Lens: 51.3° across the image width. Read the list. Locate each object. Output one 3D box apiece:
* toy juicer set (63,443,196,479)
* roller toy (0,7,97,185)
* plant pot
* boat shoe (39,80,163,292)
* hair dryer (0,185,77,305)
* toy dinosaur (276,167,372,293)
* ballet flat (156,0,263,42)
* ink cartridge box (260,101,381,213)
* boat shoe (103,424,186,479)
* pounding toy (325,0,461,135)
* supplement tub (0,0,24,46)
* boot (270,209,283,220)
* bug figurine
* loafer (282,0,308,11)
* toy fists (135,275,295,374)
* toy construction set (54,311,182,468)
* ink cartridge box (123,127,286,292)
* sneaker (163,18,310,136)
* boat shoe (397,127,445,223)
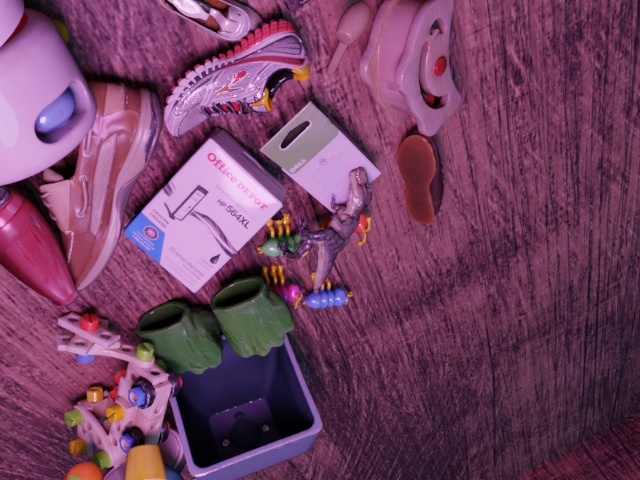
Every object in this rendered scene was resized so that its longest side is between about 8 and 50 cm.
[{"bbox_3d":[-0.337,0.460,1.192,0.209,0.090,0.329,-14,151,0],"label":"toy juicer set"},{"bbox_3d":[-0.368,-0.158,0.763,0.209,0.191,0.146,-27,131,-8],"label":"roller toy"},{"bbox_3d":[-0.157,0.348,1.330,0.247,0.247,0.252,-17,148,-14],"label":"plant pot"},{"bbox_3d":[-0.329,-0.079,0.932,0.119,0.123,0.324,15,113,-31],"label":"boat shoe"},{"bbox_3d":[-0.451,-0.008,0.884,0.293,0.080,0.223,35,140,-17],"label":"hair dryer"},{"bbox_3d":[0.000,0.000,1.119,0.118,0.064,0.268,3,130,-30],"label":"toy dinosaur"},{"bbox_3d":[-0.143,-0.293,0.870,0.168,0.052,0.057,12,122,-36],"label":"ballet flat"},{"bbox_3d":[-0.004,-0.142,1.076,0.109,0.062,0.209,-40,136,12],"label":"ink cartridge box"},{"bbox_3d":[-0.351,0.470,1.406,0.095,0.112,0.335,-3,148,-48],"label":"boat shoe"},{"bbox_3d":[0.110,-0.287,1.001,0.154,0.154,0.269,-60,146,-10],"label":"pounding toy"},{"bbox_3d":[-0.442,-0.296,0.580,0.228,0.228,0.316,-29,137,-2],"label":"supplement tub"},{"bbox_3d":[-0.129,-0.054,1.104,0.099,0.045,0.121,-36,129,2],"label":"boot"},{"bbox_3d":[-0.016,0.046,1.236,0.216,0.072,0.279,-7,132,-23],"label":"bug figurine"},{"bbox_3d":[-0.103,-0.372,0.787,0.302,0.109,0.095,20,122,-43],"label":"loafer"},{"bbox_3d":[-0.185,0.158,1.201,0.279,0.096,0.142,-19,125,11],"label":"toy fists"},{"bbox_3d":[-0.364,0.270,1.183,0.151,0.215,0.328,-29,138,-42],"label":"toy construction set"},{"bbox_3d":[-0.173,-0.046,1.015,0.148,0.086,0.203,42,105,-13],"label":"ink cartridge box"},{"bbox_3d":[-0.116,-0.208,0.913,0.225,0.093,0.088,-32,175,4],"label":"sneaker"},{"bbox_3d":[0.186,-0.125,1.198,0.073,0.073,0.207,-54,151,-31],"label":"boat shoe"}]
